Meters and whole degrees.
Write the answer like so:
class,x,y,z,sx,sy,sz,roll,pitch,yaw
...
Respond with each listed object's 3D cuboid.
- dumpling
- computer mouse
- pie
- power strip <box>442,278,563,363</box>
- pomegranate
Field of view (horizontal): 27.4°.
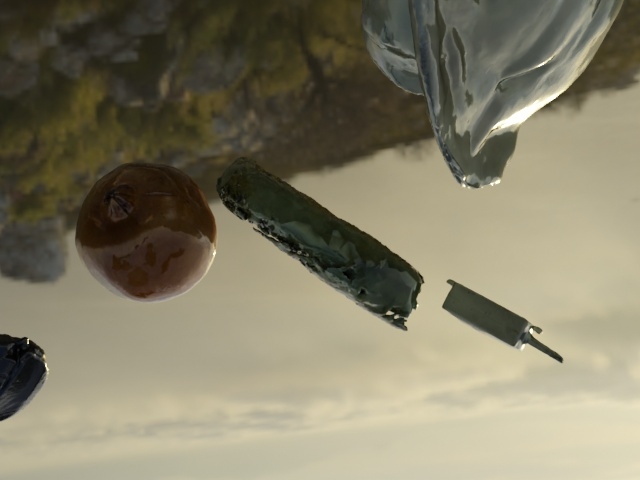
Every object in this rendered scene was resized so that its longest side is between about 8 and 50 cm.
class,x,y,z,sx,sy,sz,roll,pitch,yaw
dumpling,0.138,-0.202,1.075,0.233,0.316,0.395,-1,162,18
computer mouse,-0.294,0.124,1.113,0.099,0.057,0.172,20,147,-34
pie,0.000,0.000,1.626,0.296,0.078,0.371,37,179,-3
power strip,0.232,0.108,1.658,0.175,0.042,0.075,29,178,19
pomegranate,-0.249,-0.009,1.863,0.209,0.209,0.209,-7,171,-1
